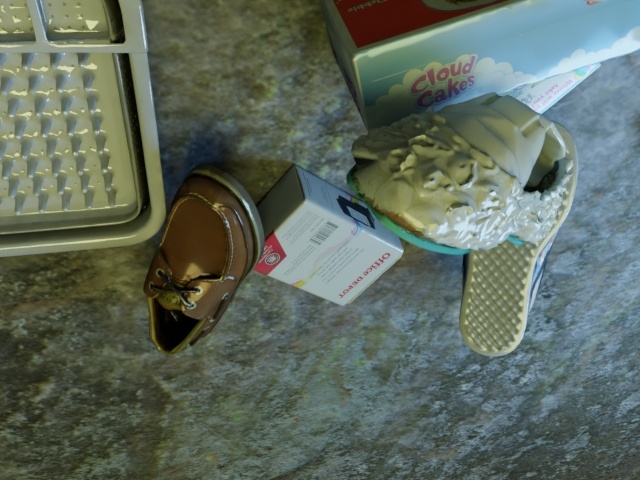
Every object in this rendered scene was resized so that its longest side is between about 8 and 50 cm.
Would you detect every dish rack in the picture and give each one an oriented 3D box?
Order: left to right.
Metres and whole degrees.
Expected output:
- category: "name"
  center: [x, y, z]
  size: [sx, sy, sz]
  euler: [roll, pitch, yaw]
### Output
- category: "dish rack"
  center: [-0.305, -0.124, 0.608]
  size: [0.285, 0.072, 0.333]
  euler: [-6, 135, -12]

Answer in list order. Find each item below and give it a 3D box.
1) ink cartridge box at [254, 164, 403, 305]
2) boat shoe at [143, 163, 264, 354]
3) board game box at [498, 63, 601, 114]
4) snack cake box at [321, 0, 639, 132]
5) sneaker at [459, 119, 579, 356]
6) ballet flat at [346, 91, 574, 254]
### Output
- category: "ink cartridge box"
  center: [0.000, 0.000, 0.819]
  size: [0.175, 0.072, 0.127]
  euler: [26, 122, -35]
- category: "boat shoe"
  center: [-0.145, 0.044, 0.738]
  size: [0.110, 0.104, 0.307]
  euler: [30, 143, 9]
- category: "board game box"
  center: [0.229, -0.185, 0.727]
  size: [0.103, 0.026, 0.154]
  euler: [33, 118, -32]
- category: "snack cake box"
  center: [0.145, -0.212, 0.592]
  size: [0.264, 0.152, 0.089]
  euler: [-17, 137, 1]
- category: "sneaker"
  center: [0.258, -0.011, 0.860]
  size: [0.126, 0.127, 0.321]
  euler: [16, 110, 14]
- category: "ballet flat"
  center: [0.160, -0.074, 0.602]
  size: [0.147, 0.147, 0.409]
  euler: [-40, 162, 23]
